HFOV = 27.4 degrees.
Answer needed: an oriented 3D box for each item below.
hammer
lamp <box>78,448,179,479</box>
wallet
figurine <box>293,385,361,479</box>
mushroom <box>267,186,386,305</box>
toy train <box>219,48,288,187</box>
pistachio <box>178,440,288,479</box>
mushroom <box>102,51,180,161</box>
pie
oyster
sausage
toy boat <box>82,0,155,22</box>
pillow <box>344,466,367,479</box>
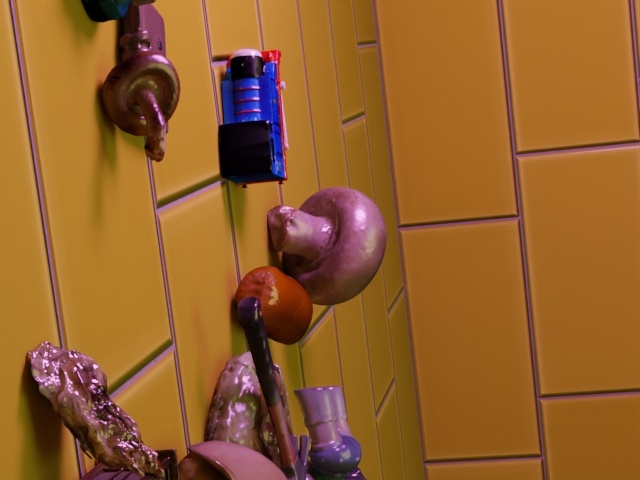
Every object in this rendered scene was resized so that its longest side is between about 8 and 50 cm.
[{"bbox_3d":[-0.064,0.209,1.745,0.111,0.033,0.288,-64,145,-61],"label":"hammer"},{"bbox_3d":[-0.210,0.275,1.181,0.325,0.090,0.089,-34,118,-76],"label":"lamp"},{"bbox_3d":[-0.204,-0.209,1.549,0.118,0.038,0.153,43,45,-76],"label":"wallet"},{"bbox_3d":[0.023,0.413,1.999,0.224,0.205,0.382,-36,117,-70],"label":"figurine"},{"bbox_3d":[0.000,0.000,2.166,0.204,0.204,0.204,-5,90,-78],"label":"mushroom"},{"bbox_3d":[-0.098,-0.184,1.941,0.131,0.082,0.204,16,69,-75],"label":"toy train"},{"bbox_3d":[-0.112,0.302,1.555,0.215,0.143,0.144,51,35,-59],"label":"pistachio"},{"bbox_3d":[-0.198,-0.142,1.446,0.088,0.072,0.130,16,60,-43],"label":"mushroom"},{"bbox_3d":[-0.089,0.299,1.812,0.306,0.071,0.306,-6,90,-78],"label":"pie"},{"bbox_3d":[-0.208,0.161,1.229,0.166,0.053,0.108,55,-3,0],"label":"oyster"},{"bbox_3d":[-0.065,0.097,1.961,0.238,0.098,0.098,43,43,-70],"label":"sausage"},{"bbox_3d":[-0.211,-0.385,1.469,0.134,0.092,0.299,63,25,-54],"label":"toy boat"},{"bbox_3d":[0.062,0.566,2.367,0.161,0.092,0.335,76,13,-60],"label":"pillow"}]
